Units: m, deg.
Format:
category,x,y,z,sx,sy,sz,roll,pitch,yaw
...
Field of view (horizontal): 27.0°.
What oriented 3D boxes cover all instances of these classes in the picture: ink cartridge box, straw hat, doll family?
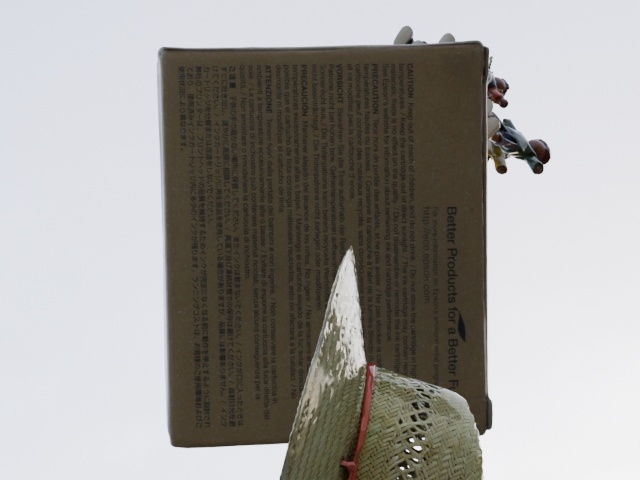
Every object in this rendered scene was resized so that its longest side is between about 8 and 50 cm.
category,x,y,z,sx,sy,sz,roll,pitch,yaw
ink cartridge box,0.000,0.000,0.807,0.193,0.088,0.234,-1,-86,-7
straw hat,0.022,0.077,0.433,0.061,0.144,0.144,13,-44,4
doll family,0.137,-0.122,1.186,0.076,0.193,0.111,-36,-36,27
